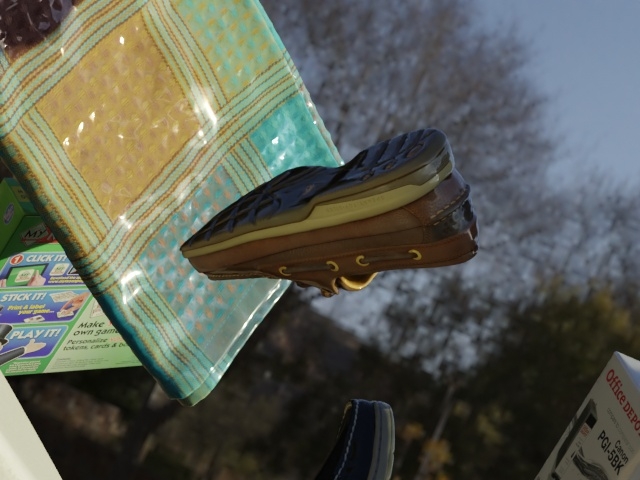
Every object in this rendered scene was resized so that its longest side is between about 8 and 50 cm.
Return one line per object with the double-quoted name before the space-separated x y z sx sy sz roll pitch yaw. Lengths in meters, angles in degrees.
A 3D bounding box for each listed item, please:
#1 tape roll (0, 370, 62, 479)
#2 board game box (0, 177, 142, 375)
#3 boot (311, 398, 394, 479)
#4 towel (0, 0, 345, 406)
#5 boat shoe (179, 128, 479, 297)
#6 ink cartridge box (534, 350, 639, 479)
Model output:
"tape roll" -0.197 -0.053 0.453 0.392 0.072 0.392 56 -11 16
"board game box" -0.192 0.036 1.386 0.317 0.213 0.046 0 45 -47
"boot" -0.058 0.183 0.988 0.178 0.236 0.085 20 -32 0
"towel" -0.114 -0.085 1.185 0.040 0.271 0.370 7 -42 42
"boat shoe" 0.000 0.000 0.715 0.178 0.064 0.060 -14 -68 47
"ink cartridge box" 0.179 0.150 0.922 0.056 0.135 0.099 24 17 -15
